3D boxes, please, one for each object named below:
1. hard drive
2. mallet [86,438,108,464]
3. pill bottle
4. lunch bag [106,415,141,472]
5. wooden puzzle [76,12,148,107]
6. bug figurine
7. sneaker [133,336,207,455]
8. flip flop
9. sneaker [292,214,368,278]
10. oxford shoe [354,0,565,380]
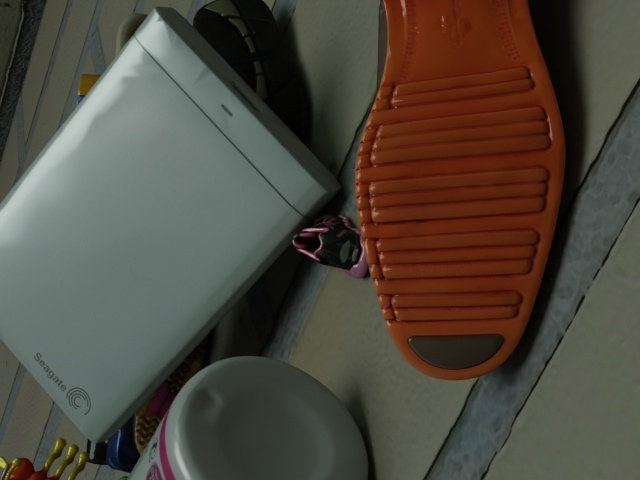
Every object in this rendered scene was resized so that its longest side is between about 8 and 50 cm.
[{"bbox_3d":[-0.176,-0.008,1.154,0.353,0.233,0.047,-47,-10,22],"label":"hard drive"},{"bbox_3d":[-0.251,0.253,1.546,0.190,0.039,0.062,-14,65,62],"label":"mallet"},{"bbox_3d":[-0.089,0.235,0.995,0.283,0.160,0.160,122,150,-42],"label":"pill bottle"},{"bbox_3d":[-0.207,0.217,1.410,0.065,0.067,0.098,153,126,-62],"label":"lunch bag"},{"bbox_3d":[-0.280,-0.080,1.605,0.322,0.080,0.348,112,165,-72],"label":"wooden puzzle"},{"bbox_3d":[-0.215,0.196,1.265,0.072,0.216,0.279,-39,-28,-73],"label":"bug figurine"},{"bbox_3d":[-0.165,0.151,1.356,0.084,0.069,0.185,151,134,-72],"label":"sneaker"},{"bbox_3d":[-0.078,-0.144,1.250,0.080,0.112,0.277,87,172,-47],"label":"flip flop"},{"bbox_3d":[0.000,0.000,1.035,0.119,0.057,0.047,-162,83,-69],"label":"sneaker"},{"bbox_3d":[0.095,-0.090,0.819,0.133,0.130,0.363,37,-125,-79],"label":"oxford shoe"}]
